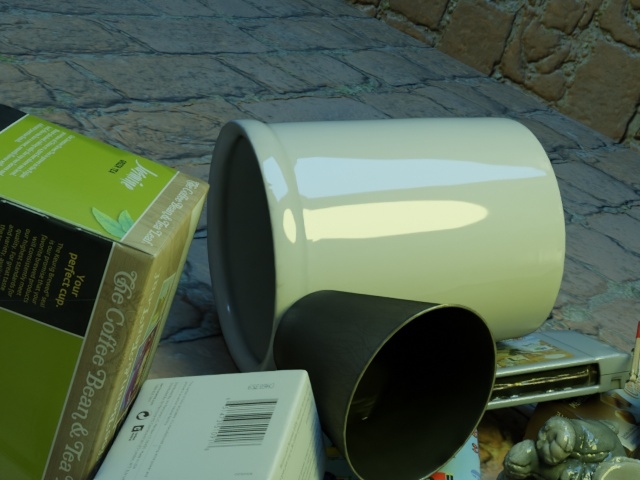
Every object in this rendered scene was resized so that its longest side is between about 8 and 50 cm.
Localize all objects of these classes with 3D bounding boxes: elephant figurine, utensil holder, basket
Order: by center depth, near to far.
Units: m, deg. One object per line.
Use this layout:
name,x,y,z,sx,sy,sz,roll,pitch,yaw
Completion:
basket,0.053,0.136,1.299,0.154,0.204,0.227,40,-8,-27
elephant figurine,0.331,0.329,1.409,0.239,0.186,0.169,50,5,35
utensil holder,0.075,-0.004,1.579,0.386,0.327,0.327,-5,31,-20

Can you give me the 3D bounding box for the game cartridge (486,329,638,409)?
game cartridge,0.247,0.173,1.619,0.297,0.062,0.198,-7,12,-13

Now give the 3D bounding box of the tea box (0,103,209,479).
tea box,-0.324,0.062,1.201,0.324,0.329,0.220,22,22,1

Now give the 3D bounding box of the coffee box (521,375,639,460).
coffee box,0.392,0.254,1.666,0.141,0.098,0.246,31,25,26

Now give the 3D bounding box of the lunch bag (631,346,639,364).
lunch bag,0.546,0.209,1.962,0.071,0.053,0.083,12,33,-14

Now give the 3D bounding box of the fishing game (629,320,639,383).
fishing game,0.456,0.245,1.569,0.041,0.264,0.189,-13,22,27

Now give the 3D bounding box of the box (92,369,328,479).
box,-0.102,0.226,1.173,0.182,0.119,0.181,-6,26,15

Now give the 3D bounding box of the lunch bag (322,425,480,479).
lunch bag,0.015,0.279,1.283,0.293,0.138,0.221,10,25,0
